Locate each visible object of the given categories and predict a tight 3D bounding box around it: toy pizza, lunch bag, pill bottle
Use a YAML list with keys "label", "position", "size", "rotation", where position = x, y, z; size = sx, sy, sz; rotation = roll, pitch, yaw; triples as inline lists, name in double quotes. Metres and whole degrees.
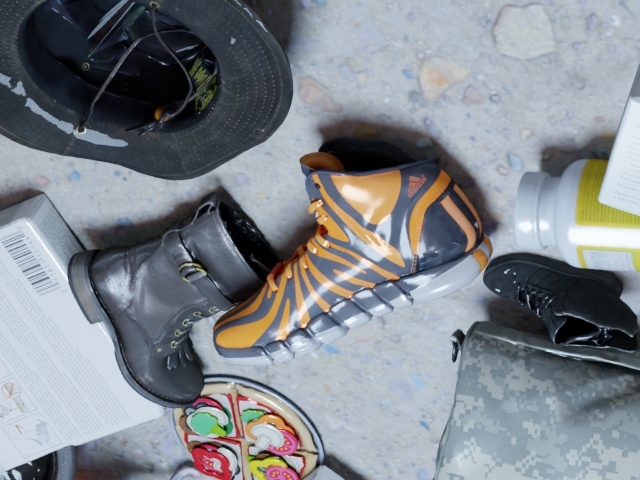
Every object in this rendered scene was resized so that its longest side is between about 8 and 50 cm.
- label: "toy pizza"
  position: [-0.094, 0.246, 1.936]
  size: [0.201, 0.032, 0.201]
  rotation: [13, 133, 14]
- label: "lunch bag"
  position: [0.270, 0.225, 1.629]
  size: [0.305, 0.212, 0.256]
  rotation: [11, 112, 16]
- label: "pill bottle"
  position: [0.278, -0.023, 1.479]
  size: [0.184, 0.103, 0.103]
  rotation: [4, 130, 22]

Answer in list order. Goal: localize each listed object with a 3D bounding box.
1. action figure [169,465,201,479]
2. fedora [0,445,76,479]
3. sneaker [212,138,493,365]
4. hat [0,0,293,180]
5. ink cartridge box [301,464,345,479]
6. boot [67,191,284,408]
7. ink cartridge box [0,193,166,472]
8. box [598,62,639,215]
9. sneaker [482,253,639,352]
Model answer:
- label: "action figure"
  position: [-0.300, 0.408, 2.016]
  size: [0.276, 0.248, 0.370]
  rotation: [9, 148, 5]
- label: "fedora"
  position: [-0.443, 0.262, 2.010]
  size: [0.275, 0.243, 0.124]
  rotation: [27, 175, -12]
- label: "sneaker"
  position: [0.000, 0.000, 1.621]
  size: [0.321, 0.124, 0.180]
  rotation: [-25, 110, 20]
- label: "hat"
  position: [-0.184, -0.202, 1.514]
  size: [0.331, 0.134, 0.331]
  rotation: [5, 145, 3]
- label: "ink cartridge box"
  position: [0.024, 0.344, 1.914]
  size: [0.135, 0.056, 0.099]
  rotation: [36, 135, -8]
- label: "boot"
  position: [-0.133, 0.074, 1.770]
  size: [0.229, 0.091, 0.263]
  rotation: [-16, 128, 25]
- label: "ink cartridge box"
  position: [-0.357, 0.118, 1.875]
  size: [0.261, 0.066, 0.296]
  rotation: [-21, 115, 23]
- label: "box"
  position: [0.345, -0.101, 1.325]
  size: [0.182, 0.181, 0.119]
  rotation: [18, 134, 10]
- label: "sneaker"
  position: [0.236, 0.065, 1.585]
  size: [0.170, 0.089, 0.051]
  rotation: [7, 131, 18]
